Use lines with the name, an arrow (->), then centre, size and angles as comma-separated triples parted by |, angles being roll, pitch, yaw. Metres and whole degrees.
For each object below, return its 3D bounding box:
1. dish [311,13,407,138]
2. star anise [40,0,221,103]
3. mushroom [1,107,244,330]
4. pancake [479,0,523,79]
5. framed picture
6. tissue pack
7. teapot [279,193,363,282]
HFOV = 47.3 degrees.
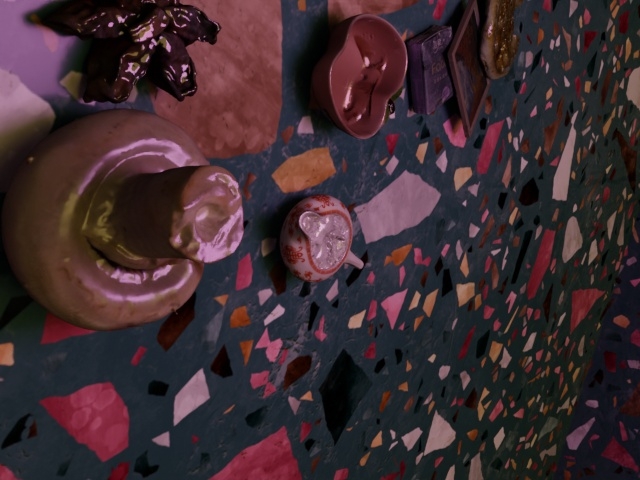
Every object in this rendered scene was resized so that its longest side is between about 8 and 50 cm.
dish -> 0.056, -0.292, 1.294 | 0.213, 0.090, 0.213 | -19, 117, -43
star anise -> -0.230, -0.266, 0.951 | 0.220, 0.099, 0.214 | -54, 130, -20
mushroom -> -0.221, -0.014, 0.907 | 0.293, 0.290, 0.292 | -16, 112, -46
pancake -> 0.417, -0.491, 1.671 | 0.254, 0.037, 0.253 | -31, 127, -54
framed picture -> 0.328, -0.375, 1.604 | 0.184, 0.016, 0.250 | -65, 148, -29
tissue pack -> 0.228, -0.352, 1.506 | 0.112, 0.051, 0.156 | -39, 132, -38
teapot -> 0.000, 0.000, 1.330 | 0.246, 0.116, 0.159 | 25, 72, -49
